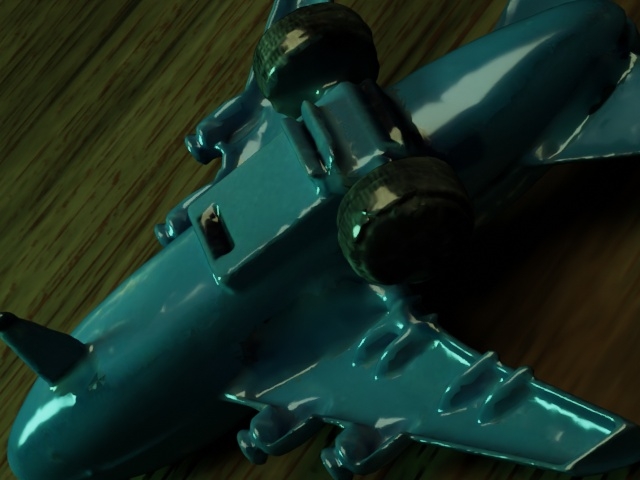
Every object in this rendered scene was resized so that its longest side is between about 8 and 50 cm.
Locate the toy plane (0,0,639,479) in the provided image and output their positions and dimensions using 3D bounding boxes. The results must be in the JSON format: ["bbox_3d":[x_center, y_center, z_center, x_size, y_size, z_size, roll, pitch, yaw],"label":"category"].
[{"bbox_3d":[0.000,0.000,0.577,0.271,0.105,0.254,-31,49,6],"label":"toy plane"}]
